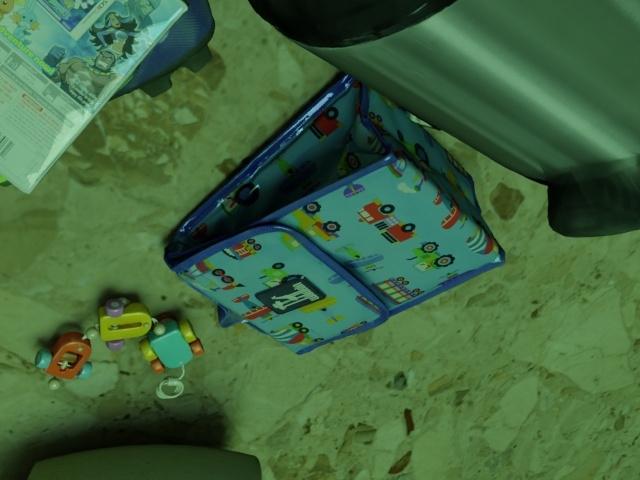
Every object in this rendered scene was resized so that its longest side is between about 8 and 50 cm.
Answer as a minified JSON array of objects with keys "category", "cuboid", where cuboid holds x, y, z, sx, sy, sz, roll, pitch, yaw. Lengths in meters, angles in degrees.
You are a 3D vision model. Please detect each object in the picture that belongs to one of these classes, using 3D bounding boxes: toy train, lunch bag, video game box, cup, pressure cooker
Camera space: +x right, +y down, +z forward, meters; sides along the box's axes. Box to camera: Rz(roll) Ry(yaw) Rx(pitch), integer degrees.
[{"category":"toy train","cuboid":[-0.209,0.110,1.031,0.166,0.046,0.125,18,119,-34]},{"category":"lunch bag","cuboid":[0.000,0.000,1.005,0.293,0.138,0.221,-34,136,21]},{"category":"video game box","cuboid":[-0.231,-0.170,0.703,0.205,0.048,0.187,41,102,-14]},{"category":"cup","cuboid":[-0.234,0.363,1.080,0.236,0.331,0.331,21,120,-9]},{"category":"pressure cooker","cuboid":[0.184,-0.227,0.707,0.420,0.375,0.370,22,112,-38]}]

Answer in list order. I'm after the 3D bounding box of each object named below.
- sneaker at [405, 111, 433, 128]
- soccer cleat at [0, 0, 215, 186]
[{"category":"sneaker","cuboid":[0.201,-0.191,0.960,0.278,0.107,0.118,-23,119,-15]},{"category":"soccer cleat","cuboid":[-0.224,-0.138,0.783,0.289,0.093,0.121,-31,124,-1]}]
